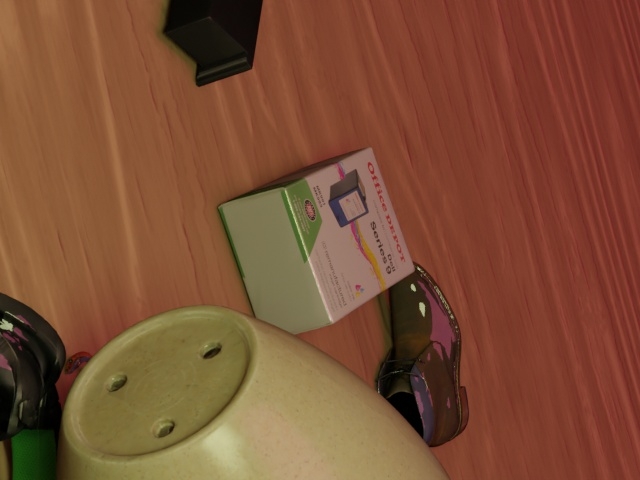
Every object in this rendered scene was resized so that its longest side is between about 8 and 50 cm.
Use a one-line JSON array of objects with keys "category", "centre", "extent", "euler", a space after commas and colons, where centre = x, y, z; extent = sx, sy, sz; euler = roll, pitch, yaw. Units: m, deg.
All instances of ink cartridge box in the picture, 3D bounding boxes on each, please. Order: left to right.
[{"category": "ink cartridge box", "centre": [0.000, 0.000, 1.964], "extent": [0.212, 0.093, 0.154], "euler": [-28, 100, -60]}]

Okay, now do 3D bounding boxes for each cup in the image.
[{"category": "cup", "centre": [-0.080, 0.190, 1.455], "extent": [0.237, 0.331, 0.331], "euler": [64, 31, -35]}]

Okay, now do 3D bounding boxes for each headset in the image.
[{"category": "headset", "centre": [-0.275, 0.116, 1.378], "extent": [0.243, 0.185, 0.394], "euler": [-45, 127, -56]}]

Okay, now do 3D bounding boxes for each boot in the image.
[{"category": "boot", "centre": [0.111, 0.136, 2.093], "extent": [0.106, 0.082, 0.219], "euler": [-25, 101, -61]}]

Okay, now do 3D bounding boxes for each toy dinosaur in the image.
[{"category": "toy dinosaur", "centre": [-0.203, 0.141, 1.646], "extent": [0.090, 0.047, 0.082], "euler": [89, -18, -79]}]

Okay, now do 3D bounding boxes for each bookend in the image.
[{"category": "bookend", "centre": [-0.133, -0.271, 1.885], "extent": [0.156, 0.072, 0.157], "euler": [39, 46, -43]}]
